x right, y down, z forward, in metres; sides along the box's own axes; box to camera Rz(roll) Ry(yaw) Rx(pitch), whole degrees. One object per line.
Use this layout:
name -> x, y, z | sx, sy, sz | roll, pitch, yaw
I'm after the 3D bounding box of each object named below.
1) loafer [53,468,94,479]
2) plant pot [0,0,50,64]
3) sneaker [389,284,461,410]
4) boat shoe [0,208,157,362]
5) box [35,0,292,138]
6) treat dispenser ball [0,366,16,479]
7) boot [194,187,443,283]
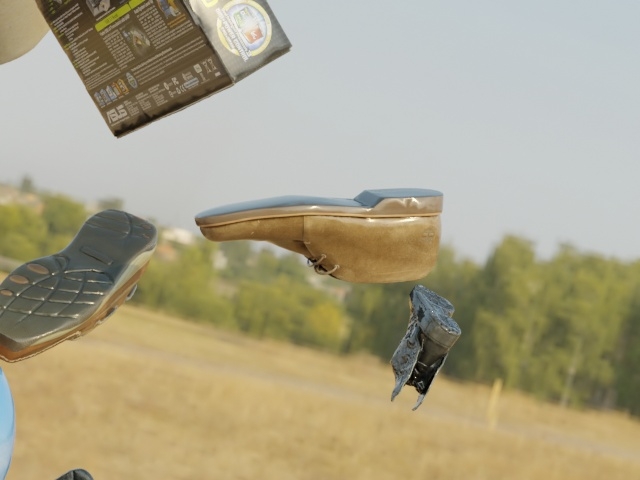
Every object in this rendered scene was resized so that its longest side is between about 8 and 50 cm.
loafer -> -0.377, 0.360, 2.220 | 0.170, 0.062, 0.061 | -25, -4, -7
plant pot -> -0.390, -0.342, 1.745 | 0.334, 0.333, 0.305 | 15, -23, 4
sneaker -> 0.100, 0.108, 1.702 | 0.051, 0.089, 0.170 | 29, 11, -10
boat shoe -> -0.324, 0.079, 2.199 | 0.123, 0.120, 0.324 | 29, 37, 17
box -> -0.149, -0.203, 1.295 | 0.060, 0.216, 0.270 | -33, 9, -25
treat dispenser ball -> -0.497, 0.218, 1.925 | 0.288, 0.288, 0.288 | 15, -2, 0
boot -> 0.000, 0.000, 2.015 | 0.305, 0.115, 0.112 | -1, 12, -10
